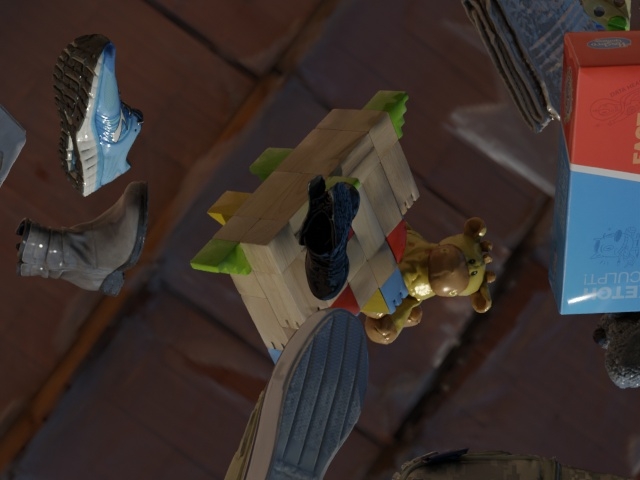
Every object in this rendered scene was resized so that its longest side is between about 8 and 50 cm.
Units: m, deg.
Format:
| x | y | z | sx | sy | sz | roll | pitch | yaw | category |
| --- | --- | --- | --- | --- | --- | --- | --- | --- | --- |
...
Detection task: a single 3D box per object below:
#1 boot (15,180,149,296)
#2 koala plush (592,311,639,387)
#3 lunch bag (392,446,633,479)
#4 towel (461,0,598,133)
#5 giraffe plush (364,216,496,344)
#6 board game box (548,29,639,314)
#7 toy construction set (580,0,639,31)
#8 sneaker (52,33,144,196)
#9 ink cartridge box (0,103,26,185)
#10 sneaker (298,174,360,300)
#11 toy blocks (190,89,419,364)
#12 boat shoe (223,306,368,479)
| x | y | z | sx | sy | sz | roll | pitch | yaw | category |
| --- | --- | --- | --- | --- | --- | --- | --- | --- | --- |
| -0.460 | -0.007 | 2.666 | 0.338 | 0.223 | 0.118 | 121 | -25 | -46 | boot |
| 0.471 | 0.116 | 2.018 | 0.203 | 0.196 | 0.221 | -18 | 160 | -3 | koala plush |
| 0.173 | 0.361 | 1.461 | 0.305 | 0.256 | 0.212 | 103 | -4 | -47 | lunch bag |
| 0.259 | -0.247 | 1.630 | 0.049 | 0.187 | 0.282 | -21 | -166 | 32 | towel |
| 0.164 | 0.047 | 2.051 | 0.171 | 0.181 | 0.210 | -1 | -147 | 29 | giraffe plush |
| 0.357 | -0.058 | 1.163 | 0.064 | 0.317 | 0.242 | -93 | 180 | -57 | board game box |
| 0.414 | -0.437 | 2.111 | 0.151 | 0.215 | 0.327 | -66 | 156 | -54 | toy construction set |
| -0.198 | -0.120 | 1.272 | 0.073 | 0.063 | 0.162 | -21 | 140 | -31 | sneaker |
| -0.445 | -0.079 | 1.577 | 0.191 | 0.082 | 0.139 | -14 | -140 | 32 | ink cartridge box |
| 0.002 | 0.001 | 1.491 | 0.089 | 0.051 | 0.170 | -45 | 151 | -59 | sneaker |
| 0.020 | 0.012 | 1.885 | 0.191 | 0.261 | 0.381 | 7 | -136 | 40 | toy blocks |
| -0.043 | 0.205 | 1.416 | 0.094 | 0.109 | 0.302 | -4 | -122 | 49 | boat shoe |
